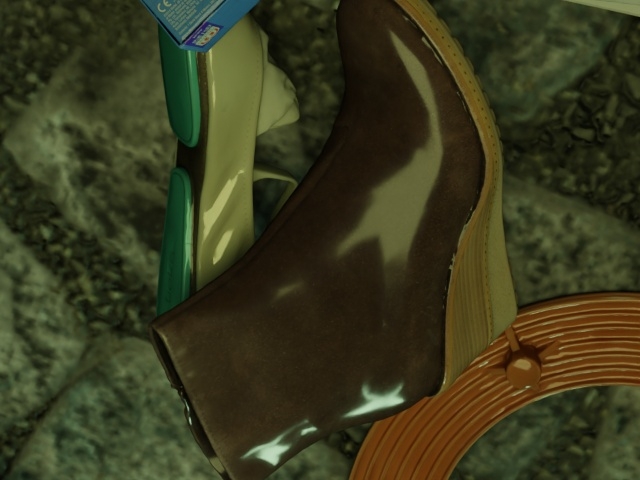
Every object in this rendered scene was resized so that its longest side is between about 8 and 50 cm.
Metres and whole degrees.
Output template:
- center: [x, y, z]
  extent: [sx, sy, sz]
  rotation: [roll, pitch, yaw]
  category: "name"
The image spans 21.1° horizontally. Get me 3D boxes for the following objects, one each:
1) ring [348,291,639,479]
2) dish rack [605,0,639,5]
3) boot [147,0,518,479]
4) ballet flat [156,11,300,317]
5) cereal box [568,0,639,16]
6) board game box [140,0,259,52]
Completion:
- center: [0.180, 0.191, 1.065]
  extent: [0.337, 0.032, 0.336]
  rotation: [1, 112, 4]
  category: "ring"
- center: [0.238, -0.272, 0.800]
  extent: [0.286, 0.072, 0.332]
  rotation: [6, 115, 2]
  category: "dish rack"
- center: [0.000, 0.000, 0.929]
  extent: [0.207, 0.090, 0.248]
  rotation: [-28, 118, -20]
  category: "boot"
- center: [-0.051, -0.052, 0.970]
  extent: [0.086, 0.086, 0.248]
  rotation: [4, 113, 2]
  category: "ballet flat"
- center: [0.117, -0.218, 0.900]
  extent: [0.240, 0.047, 0.173]
  rotation: [13, 113, -2]
  category: "cereal box"
- center: [-0.076, -0.226, 0.868]
  extent: [0.160, 0.047, 0.210]
  rotation: [-42, 83, 13]
  category: "board game box"
